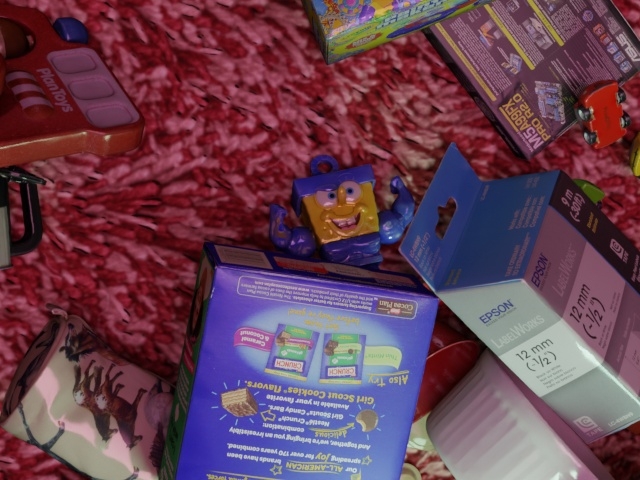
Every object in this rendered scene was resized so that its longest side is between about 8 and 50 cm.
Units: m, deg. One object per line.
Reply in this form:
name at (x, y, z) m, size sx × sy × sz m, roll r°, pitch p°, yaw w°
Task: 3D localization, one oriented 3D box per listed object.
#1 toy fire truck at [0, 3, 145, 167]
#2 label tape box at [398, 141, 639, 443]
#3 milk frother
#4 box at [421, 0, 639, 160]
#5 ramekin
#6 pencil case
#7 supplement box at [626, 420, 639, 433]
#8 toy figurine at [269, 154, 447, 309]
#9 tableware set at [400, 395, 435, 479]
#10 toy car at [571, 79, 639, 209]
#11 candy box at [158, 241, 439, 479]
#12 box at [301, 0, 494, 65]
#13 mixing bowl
toy fire truck at (-0.373, -0.190, 1.560) m, size 0.254 × 0.302 × 0.169 m, roll -11°, pitch 135°, yaw -30°
label tape box at (0.278, 0.041, 1.636) m, size 0.348 × 0.249 × 0.115 m, roll 46°, pitch 128°, yaw -13°
milk frother at (-0.400, -0.029, 1.624) m, size 0.129 × 0.143 × 0.135 m, roll -5°, pitch 97°, yaw -15°
box at (0.270, -0.275, 1.732) m, size 0.216 × 0.060 × 0.270 m, roll -40°, pitch 101°, yaw -1°
ramekin at (0.261, 0.283, 1.708) m, size 0.135 × 0.277 × 0.277 m, roll -42°, pitch 102°, yaw 6°
pencil case at (-0.210, 0.249, 1.686) m, size 0.410 × 0.160 × 0.183 m, roll 33°, pitch 71°, yaw -12°
supplement box at (0.364, 0.170, 1.788) m, size 0.233 × 0.078 × 0.080 m, roll 32°, pitch 59°, yaw -10°
toy figurine at (0.000, 0.000, 1.718) m, size 0.362 × 0.191 × 0.217 m, roll -12°, pitch 71°, yaw -9°
tableware set at (0.091, 0.282, 1.805) m, size 0.141 × 0.020 × 0.169 m, roll 24°, pitch 93°, yaw -11°
toy car at (0.364, -0.094, 1.755) m, size 0.239 × 0.053 × 0.225 m, roll 23°, pitch 111°, yaw -39°
candy box at (-0.031, 0.183, 1.552) m, size 0.268 × 0.122 × 0.317 m, roll 9°, pitch 101°, yaw -13°
box at (0.091, -0.402, 1.591) m, size 0.290 × 0.177 × 0.279 m, roll -21°, pitch 87°, yaw -1°
mixing bowl at (0.108, 0.159, 1.731) m, size 0.181 × 0.181 × 0.098 m, roll -38°, pitch 64°, yaw -2°
